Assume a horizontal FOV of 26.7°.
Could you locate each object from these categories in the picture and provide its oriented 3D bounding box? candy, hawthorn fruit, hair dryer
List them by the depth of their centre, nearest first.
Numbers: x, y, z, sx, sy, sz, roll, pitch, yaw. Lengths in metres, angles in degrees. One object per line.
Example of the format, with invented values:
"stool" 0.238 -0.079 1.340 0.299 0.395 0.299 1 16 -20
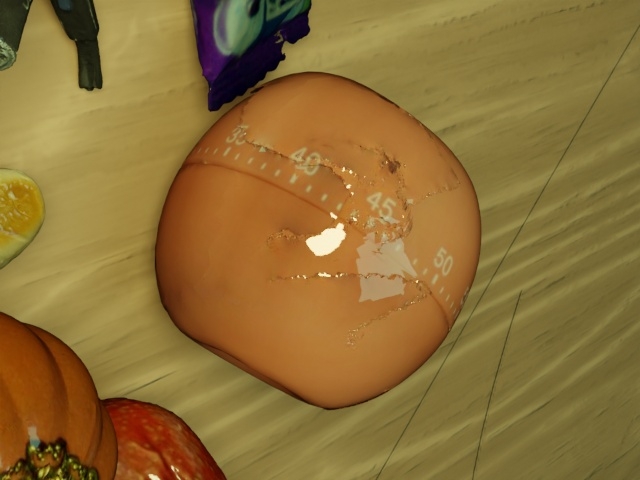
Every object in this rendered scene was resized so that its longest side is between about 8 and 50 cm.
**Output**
"hair dryer" -0.161 -0.143 0.805 0.219 0.075 0.195 76 14 -60
"candy" -0.056 -0.234 0.927 0.145 0.070 0.275 -43 136 -44
"hawthorn fruit" -0.142 0.199 0.937 0.173 0.179 0.173 -13 130 -16

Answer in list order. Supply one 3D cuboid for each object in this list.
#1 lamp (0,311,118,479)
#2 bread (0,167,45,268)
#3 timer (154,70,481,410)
"lamp" -0.220 0.146 0.782 0.223 0.196 0.223 -31 130 -45
"bread" -0.256 0.010 0.788 0.214 0.053 0.073 -23 96 -44
"timer" 0.000 0.000 0.972 0.215 0.229 0.229 -61 144 -9
